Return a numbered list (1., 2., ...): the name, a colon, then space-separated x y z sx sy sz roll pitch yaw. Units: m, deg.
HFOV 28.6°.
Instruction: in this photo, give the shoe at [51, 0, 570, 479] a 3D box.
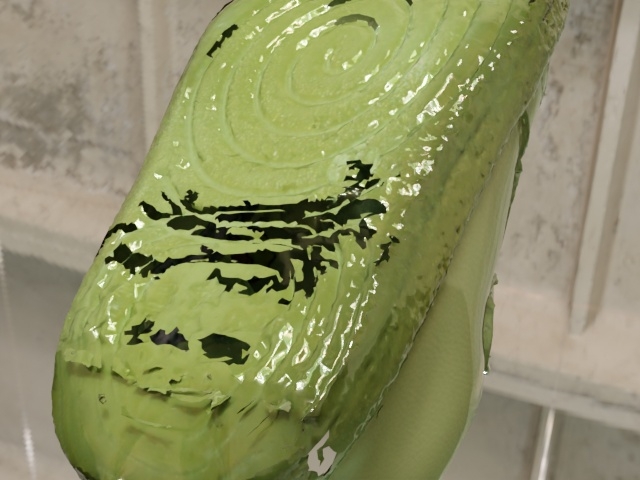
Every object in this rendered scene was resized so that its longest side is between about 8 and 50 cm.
1. shoe: -0.003 -0.005 0.432 0.140 0.262 0.128 12 -41 17
